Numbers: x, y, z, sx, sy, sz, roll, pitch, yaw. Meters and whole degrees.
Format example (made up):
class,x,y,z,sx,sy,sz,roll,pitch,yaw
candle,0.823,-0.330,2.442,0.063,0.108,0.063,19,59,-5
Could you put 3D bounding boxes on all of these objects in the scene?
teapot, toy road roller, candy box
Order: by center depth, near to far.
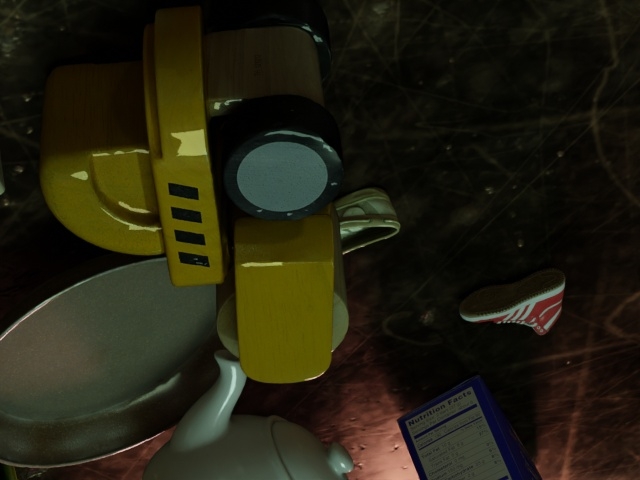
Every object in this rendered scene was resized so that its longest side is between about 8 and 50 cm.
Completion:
class,x,y,z,sx,sy,sz,roll,pitch,yaw
toy road roller,-0.103,-0.044,1.370,0.240,0.202,0.330,-4,133,-1
teapot,-0.043,0.273,1.650,0.187,0.252,0.256,-35,149,10
candy box,0.222,0.355,1.844,0.122,0.317,0.268,-27,139,7

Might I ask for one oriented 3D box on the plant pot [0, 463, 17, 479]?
class,x,y,z,sx,sy,sz,roll,pitch,yaw
plant pot,-0.409,0.274,1.575,0.227,0.228,0.207,-29,147,10

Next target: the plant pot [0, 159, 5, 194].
class,x,y,z,sx,sy,sz,roll,pitch,yaw
plant pot,-0.323,-0.086,1.300,0.109,0.109,0.096,-19,128,-2

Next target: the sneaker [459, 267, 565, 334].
class,x,y,z,sx,sy,sz,roll,pitch,yaw
sneaker,0.206,0.076,1.741,0.118,0.042,0.067,-17,137,-7

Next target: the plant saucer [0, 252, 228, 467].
class,x,y,z,sx,sy,sz,roll,pitch,yaw
plant saucer,-0.203,0.106,1.564,0.310,0.050,0.311,-22,146,-16

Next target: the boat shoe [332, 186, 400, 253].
class,x,y,z,sx,sy,sz,roll,pitch,yaw
boat shoe,0.001,0.001,1.567,0.153,0.048,0.056,-22,140,1
